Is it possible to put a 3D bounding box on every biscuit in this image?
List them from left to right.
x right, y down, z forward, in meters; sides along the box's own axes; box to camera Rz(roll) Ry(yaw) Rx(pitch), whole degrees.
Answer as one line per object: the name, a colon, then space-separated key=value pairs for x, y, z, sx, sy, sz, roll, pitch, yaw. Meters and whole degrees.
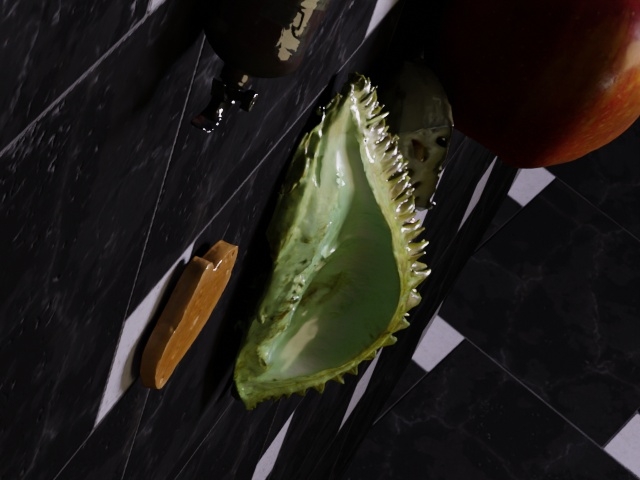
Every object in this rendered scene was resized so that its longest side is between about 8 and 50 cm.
biscuit: x=-0.110 y=0.052 z=1.623 sx=0.140 sy=0.023 sz=0.118 roll=-56 pitch=169 yaw=-36

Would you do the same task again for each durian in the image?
durian: x=-0.005 y=-0.007 z=1.934 sx=0.198 sy=0.163 sz=0.394 roll=-11 pitch=137 yaw=-27

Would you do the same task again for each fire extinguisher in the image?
fire extinguisher: x=-0.016 y=-0.191 z=1.280 sx=0.268 sy=0.072 sz=0.089 roll=-63 pitch=178 yaw=1

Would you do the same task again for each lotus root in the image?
lotus root: x=0.085 y=-0.119 z=2.031 sx=0.143 sy=0.070 sz=0.144 roll=99 pitch=-13 yaw=-45

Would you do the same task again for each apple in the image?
apple: x=0.249 y=-0.232 z=2.061 sx=0.288 sy=0.288 sz=0.317 roll=-55 pitch=178 yaw=-41

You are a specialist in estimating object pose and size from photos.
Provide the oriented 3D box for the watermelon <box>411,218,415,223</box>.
watermelon: x=0.056 y=-0.029 z=2.110 sx=0.125 sy=0.094 sz=0.135 roll=-59 pitch=-177 yaw=48

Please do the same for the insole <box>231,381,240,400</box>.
insole: x=-0.042 y=0.089 z=2.089 sx=0.188 sy=0.004 sz=0.064 roll=-58 pitch=-151 yaw=-9
